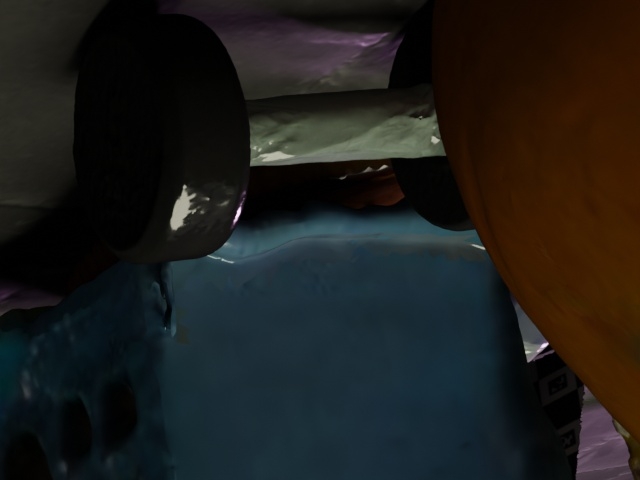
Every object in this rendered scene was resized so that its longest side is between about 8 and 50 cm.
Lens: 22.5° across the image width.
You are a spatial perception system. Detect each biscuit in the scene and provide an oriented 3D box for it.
[{"bbox_3d":[0.000,0.000,0.931,0.305,0.038,0.305,-13,163,-4],"label":"biscuit"}]

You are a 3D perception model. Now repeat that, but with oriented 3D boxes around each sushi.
[{"bbox_3d":[0.158,0.186,1.519,0.193,0.210,0.040,-26,121,30],"label":"sushi"}]

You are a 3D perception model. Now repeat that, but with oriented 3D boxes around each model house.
[{"bbox_3d":[-0.049,0.121,0.865,0.237,0.215,0.303,-2,162,-38],"label":"model house"}]

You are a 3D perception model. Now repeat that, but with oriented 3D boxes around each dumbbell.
[{"bbox_3d":[0.002,-0.047,0.666,0.191,0.100,0.100,-7,162,-31],"label":"dumbbell"}]

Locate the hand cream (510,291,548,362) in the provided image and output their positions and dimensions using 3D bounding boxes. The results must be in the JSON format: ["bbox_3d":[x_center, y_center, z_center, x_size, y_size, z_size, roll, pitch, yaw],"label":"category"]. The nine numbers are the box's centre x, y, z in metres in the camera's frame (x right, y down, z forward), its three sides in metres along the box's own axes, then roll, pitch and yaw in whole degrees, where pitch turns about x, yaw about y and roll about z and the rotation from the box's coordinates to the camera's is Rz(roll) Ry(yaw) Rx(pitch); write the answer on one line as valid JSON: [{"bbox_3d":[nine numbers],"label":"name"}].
[{"bbox_3d":[0.173,-0.013,0.941,0.079,0.048,0.255,-46,173,-47],"label":"hand cream"}]

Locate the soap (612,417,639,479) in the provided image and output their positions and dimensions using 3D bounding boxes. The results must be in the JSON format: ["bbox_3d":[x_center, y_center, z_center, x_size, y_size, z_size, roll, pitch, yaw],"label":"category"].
[{"bbox_3d":[0.505,0.229,1.907,0.091,0.199,0.315,-11,162,-42],"label":"soap"}]

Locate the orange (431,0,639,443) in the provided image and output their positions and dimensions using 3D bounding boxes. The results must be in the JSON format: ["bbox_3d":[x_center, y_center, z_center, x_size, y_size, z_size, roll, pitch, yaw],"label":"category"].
[{"bbox_3d":[0.183,-0.062,0.447,0.312,0.312,0.312,-15,164,-4],"label":"orange"}]
